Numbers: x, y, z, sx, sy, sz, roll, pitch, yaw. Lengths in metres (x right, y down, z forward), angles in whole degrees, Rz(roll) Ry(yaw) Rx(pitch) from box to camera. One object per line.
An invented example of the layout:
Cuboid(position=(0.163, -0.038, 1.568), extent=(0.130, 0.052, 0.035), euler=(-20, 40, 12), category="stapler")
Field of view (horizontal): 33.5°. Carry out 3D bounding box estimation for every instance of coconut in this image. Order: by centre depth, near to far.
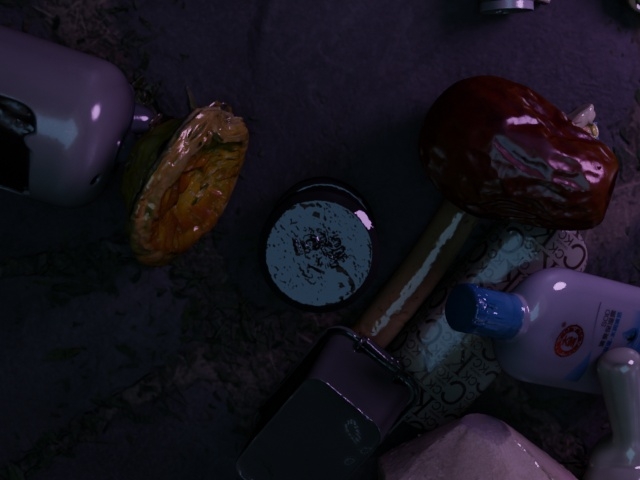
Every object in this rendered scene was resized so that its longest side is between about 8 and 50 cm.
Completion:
Cuboid(position=(0.202, 0.381, 1.382), extent=(0.297, 0.297, 0.310), euler=(-2, 99, 1), category="coconut")

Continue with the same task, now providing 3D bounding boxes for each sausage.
Cuboid(position=(0.112, 0.071, 1.464), extent=(0.066, 0.066, 0.301), euler=(36, 98, -4), category="sausage")

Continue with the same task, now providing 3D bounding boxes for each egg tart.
Cuboid(position=(-0.185, -0.081, 1.370), extent=(0.106, 0.241, 0.241), euler=(31, 97, 16), category="egg tart")

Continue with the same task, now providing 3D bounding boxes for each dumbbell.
Cuboid(position=(0.000, 0.000, 1.377), extent=(0.152, 0.218, 0.153), euler=(0, 98, 1), category="dumbbell")

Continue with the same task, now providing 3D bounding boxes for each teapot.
Cuboid(position=(0.415, 0.316, 1.397), extent=(0.149, 0.220, 0.318), euler=(-18, 129, 38), category="teapot")

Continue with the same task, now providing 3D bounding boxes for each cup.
Cuboid(position=(0.260, -0.353, 1.403), extent=(0.102, 0.074, 0.099), euler=(-1, 97, 1), category="cup")

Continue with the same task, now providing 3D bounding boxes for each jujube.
Cuboid(position=(0.254, -0.107, 1.362), extent=(0.255, 0.190, 0.190), euler=(22, 97, 19), category="jujube")

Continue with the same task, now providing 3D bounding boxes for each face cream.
Cuboid(position=(0.305, 0.112, 1.378), extent=(0.336, 0.080, 0.163), euler=(14, 106, -34), category="face cream")

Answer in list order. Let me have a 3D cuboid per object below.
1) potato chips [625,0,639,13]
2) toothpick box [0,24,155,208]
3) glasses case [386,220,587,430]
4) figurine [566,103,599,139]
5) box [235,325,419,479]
Cuboid(position=(0.604, -0.412, 1.382), extent=(0.389, 0.097, 0.373), euler=(18, 96, -3), category="potato chips")
Cuboid(position=(-0.378, -0.168, 1.378), extent=(0.316, 0.229, 0.229), euler=(17, 97, -3), category="toothpick box")
Cuboid(position=(0.217, 0.105, 1.454), extent=(0.137, 0.085, 0.355), euler=(38, 96, -7), category="glasses case")
Cuboid(position=(0.345, -0.146, 1.447), extent=(0.083, 0.047, 0.051), euler=(-33, 111, -3), category="figurine")
Cuboid(position=(0.001, 0.250, 1.412), extent=(0.163, 0.135, 0.243), euler=(40, 117, 1), category="box")
